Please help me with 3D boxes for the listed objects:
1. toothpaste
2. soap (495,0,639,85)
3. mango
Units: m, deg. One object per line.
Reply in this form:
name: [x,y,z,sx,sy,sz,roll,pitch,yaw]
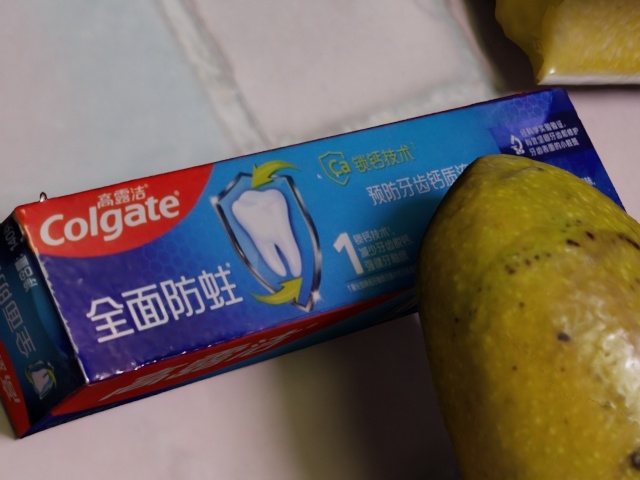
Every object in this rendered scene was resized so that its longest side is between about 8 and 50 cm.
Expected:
toothpaste: [0.001,0.001,0.803,0.320,0.066,0.076,-15,75,-40]
soap: [0.206,-0.236,1.034,0.335,0.156,0.293,-2,63,-39]
mango: [0.153,0.114,0.767,0.176,0.176,0.329,-33,110,-4]
